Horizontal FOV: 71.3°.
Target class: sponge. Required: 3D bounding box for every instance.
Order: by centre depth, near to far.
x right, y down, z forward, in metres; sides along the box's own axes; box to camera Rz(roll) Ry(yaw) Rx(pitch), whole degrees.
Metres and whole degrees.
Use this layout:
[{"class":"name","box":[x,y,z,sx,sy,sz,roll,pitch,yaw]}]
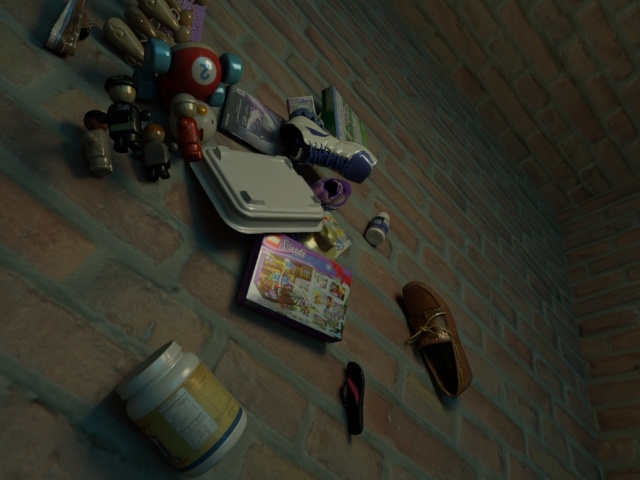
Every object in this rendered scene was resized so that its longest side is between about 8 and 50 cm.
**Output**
[{"class":"sponge","box":[-0.405,-0.668,1.319,0.117,0.031,0.210,23,50,-36]}]

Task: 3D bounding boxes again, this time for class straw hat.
[{"class":"straw hat","box":[0.015,-0.007,1.257,0.144,0.061,0.145,24,51,-34]}]

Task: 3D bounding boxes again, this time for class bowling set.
[{"class":"bowling set","box":[-0.401,-0.576,1.159,0.154,0.287,0.200,45,7,-25]}]

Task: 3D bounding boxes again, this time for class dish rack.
[{"class":"dish rack","box":[-0.145,-0.143,1.160,0.332,0.072,0.286,-1,47,-48]}]

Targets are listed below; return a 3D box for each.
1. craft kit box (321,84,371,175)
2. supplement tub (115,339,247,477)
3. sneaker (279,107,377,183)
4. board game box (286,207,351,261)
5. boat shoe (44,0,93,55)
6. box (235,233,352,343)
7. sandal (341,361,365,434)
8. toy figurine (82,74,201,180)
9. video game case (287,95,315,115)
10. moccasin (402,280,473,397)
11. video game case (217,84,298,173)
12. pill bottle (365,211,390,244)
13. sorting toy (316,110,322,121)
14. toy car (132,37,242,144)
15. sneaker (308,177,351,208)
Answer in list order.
[{"class":"craft kit box","box":[0.093,-0.384,1.598,0.246,0.060,0.250,35,43,-45]},{"class":"supplement tub","box":[-0.242,0.291,0.785,0.200,0.144,0.144,52,39,-8]},{"class":"sneaker","box":[-0.003,-0.260,1.338,0.315,0.127,0.182,36,40,5]},{"class":"board game box","box":[0.000,0.000,1.314,0.136,0.035,0.201,55,40,-4]},{"class":"boat shoe","box":[-0.563,-0.491,1.020,0.066,0.066,0.183,30,57,-37]},{"class":"box","box":[-0.054,0.117,1.136,0.293,0.057,0.201,30,56,-27]},{"class":"sandal","box":[0.079,0.393,1.126,0.040,0.067,0.179,17,56,-26]},{"class":"toy figurine","box":[-0.372,-0.226,0.928,0.213,0.209,0.148,-2,79,-47]},{"class":"video game case","box":[-0.062,-0.435,1.505,0.087,0.011,0.122,-8,64,-2]},{"class":"moccasin","box":[0.360,0.313,1.430,0.147,0.139,0.380,-16,87,-59]},{"class":"video game case","box":[-0.174,-0.335,1.355,0.274,0.026,0.196,27,49,-32]},{"class":"pill bottle","box":[0.201,-0.045,1.531,0.067,0.067,0.120,46,40,-15]},{"class":"sorting toy","box":[-0.018,-0.391,1.529,0.042,0.061,0.102,39,66,-23]},{"class":"toy car","box":[-0.304,-0.322,1.073,0.219,0.210,0.238,-6,76,-38]},{"class":"sneaker","box":[0.038,-0.156,1.402,0.236,0.104,0.095,-20,79,-52]}]
